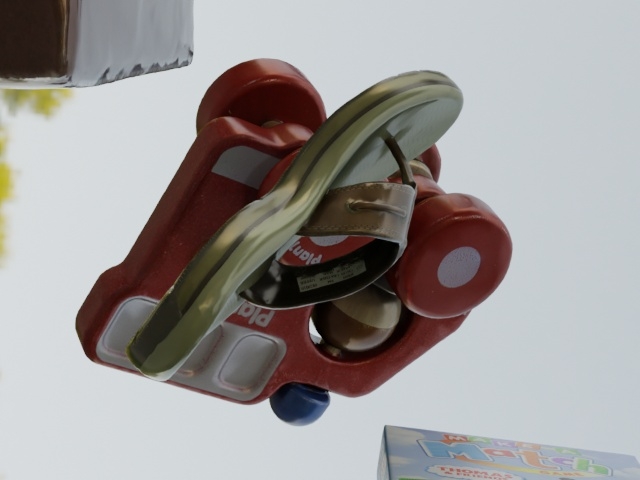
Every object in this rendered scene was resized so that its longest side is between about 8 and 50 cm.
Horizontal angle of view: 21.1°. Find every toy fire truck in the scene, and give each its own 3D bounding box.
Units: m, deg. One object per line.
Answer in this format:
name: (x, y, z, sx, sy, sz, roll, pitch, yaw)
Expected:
toy fire truck: (-0.012, 0.023, 1.336, 0.254, 0.302, 0.169, -56, -142, 18)

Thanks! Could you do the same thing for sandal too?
sandal: (-0.001, 0.002, 1.051, 0.086, 0.303, 0.120, 40, -38, 6)

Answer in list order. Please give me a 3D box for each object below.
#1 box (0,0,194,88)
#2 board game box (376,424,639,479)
box: (-0.129, -0.146, 0.464, 0.167, 0.168, 0.203, -54, 145, -80)
board game box: (0.114, 0.155, 0.962, 0.211, 0.160, 0.039, -87, -176, -83)
